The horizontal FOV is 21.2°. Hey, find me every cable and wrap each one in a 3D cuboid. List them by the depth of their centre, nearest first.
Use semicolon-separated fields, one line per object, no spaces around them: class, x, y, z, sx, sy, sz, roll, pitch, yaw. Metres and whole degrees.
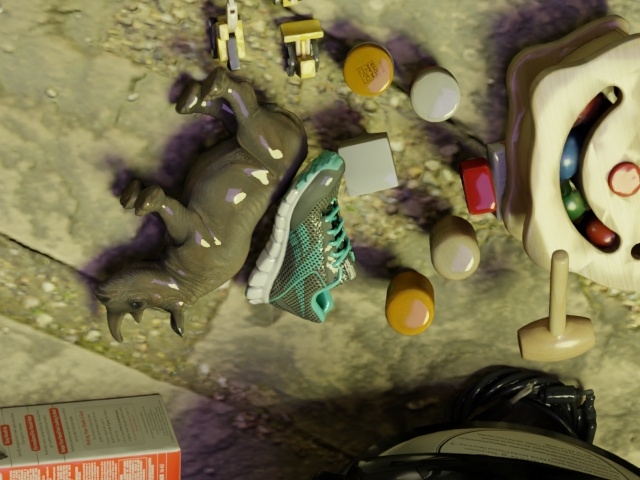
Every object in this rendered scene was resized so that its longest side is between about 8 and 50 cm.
cable;0.168;0.204;1.530;0.151;0.047;0.184;5;114;-18

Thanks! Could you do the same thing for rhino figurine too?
rhino figurine;-0.098;-0.016;1.333;0.106;0.073;0.243;26;107;-22

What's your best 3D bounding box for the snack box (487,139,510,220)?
snack box;0.228;-0.066;1.433;0.178;0.022;0.064;-12;115;-11

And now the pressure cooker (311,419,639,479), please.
pressure cooker;0.146;0.349;1.365;0.370;0.375;0.420;-15;131;-33

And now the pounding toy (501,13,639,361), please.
pounding toy;0.236;-0.030;1.349;0.154;0.155;0.269;-4;111;-9

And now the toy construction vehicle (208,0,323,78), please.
toy construction vehicle;-0.040;-0.165;1.300;0.086;0.035;0.098;-7;116;-13

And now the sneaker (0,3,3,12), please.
sneaker;-0.269;-0.159;1.216;0.258;0.094;0.091;-46;137;13

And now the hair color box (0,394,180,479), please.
hair color box;-0.203;0.174;1.381;0.167;0.093;0.053;-3;115;-15

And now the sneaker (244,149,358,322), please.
sneaker;0.000;0.000;1.345;0.076;0.065;0.166;29;134;7

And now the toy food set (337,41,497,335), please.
toy food set;0.080;-0.052;1.374;0.111;0.104;0.232;-14;100;5
